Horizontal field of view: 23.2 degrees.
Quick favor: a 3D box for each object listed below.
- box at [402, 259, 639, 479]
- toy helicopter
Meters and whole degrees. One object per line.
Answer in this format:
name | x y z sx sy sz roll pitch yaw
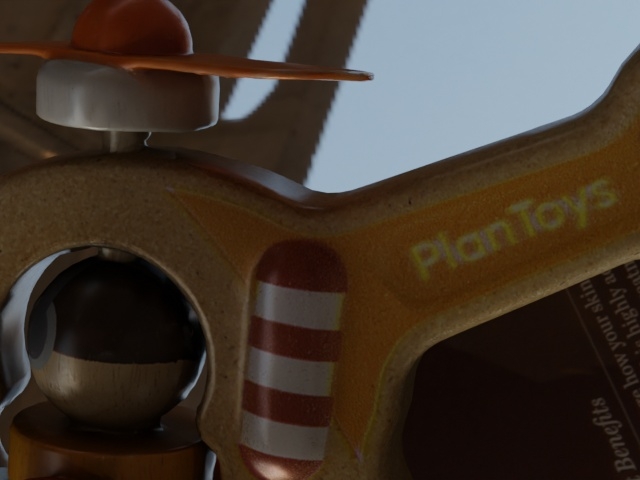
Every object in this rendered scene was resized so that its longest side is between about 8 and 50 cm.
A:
box | 0.207 0.035 0.660 0.143 0.381 0.191 56 -168 -63
toy helicopter | 0.000 0.000 0.528 0.140 0.355 0.235 -28 -83 -76
